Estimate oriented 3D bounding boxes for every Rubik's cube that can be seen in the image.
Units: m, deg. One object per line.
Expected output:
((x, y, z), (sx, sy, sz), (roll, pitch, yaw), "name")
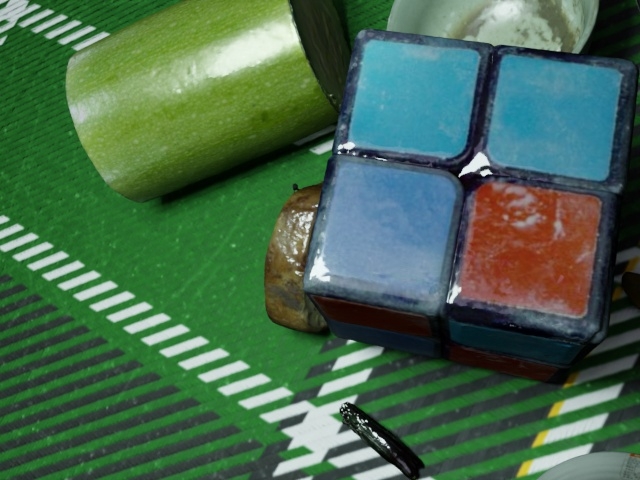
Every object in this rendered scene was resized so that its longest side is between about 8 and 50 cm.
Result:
((0.172, -0.030, 1.052), (0.318, 0.313, 0.316), (9, 75, 10), "Rubik's cube")

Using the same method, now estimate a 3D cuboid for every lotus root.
((0.000, 0.000, 1.249), (0.074, 0.170, 0.261), (17, 83, 32), "lotus root")

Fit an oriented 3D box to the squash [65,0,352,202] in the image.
((-0.156, -0.239, 1.351), (0.384, 0.263, 0.263), (-19, 64, 16), "squash")

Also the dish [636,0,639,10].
((0.553, -0.319, 1.140), (0.302, 0.120, 0.303), (-9, 67, 21), "dish")

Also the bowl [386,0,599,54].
((0.250, -0.280, 1.249), (0.289, 0.146, 0.289), (-9, 68, 23), "bowl")

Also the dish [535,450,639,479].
((0.318, 0.361, 0.977), (0.273, 0.134, 0.274), (-9, 67, 22), "dish")

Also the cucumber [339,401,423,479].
((0.078, 0.261, 1.180), (0.134, 0.034, 0.033), (35, 82, 30), "cucumber")

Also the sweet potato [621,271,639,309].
((0.450, 0.077, 1.074), (0.182, 0.054, 0.053), (11, 84, 25), "sweet potato")
